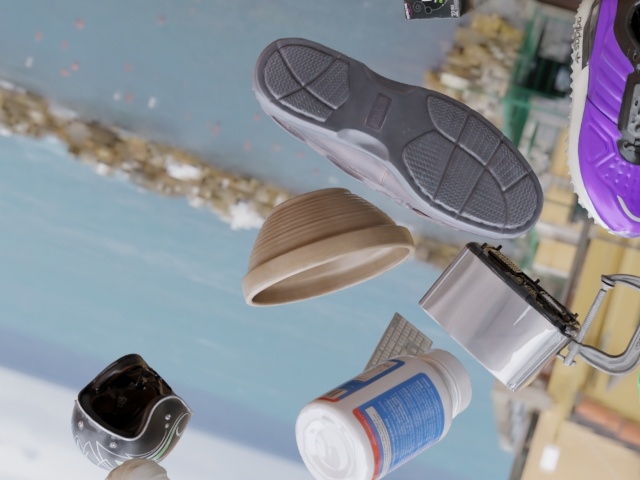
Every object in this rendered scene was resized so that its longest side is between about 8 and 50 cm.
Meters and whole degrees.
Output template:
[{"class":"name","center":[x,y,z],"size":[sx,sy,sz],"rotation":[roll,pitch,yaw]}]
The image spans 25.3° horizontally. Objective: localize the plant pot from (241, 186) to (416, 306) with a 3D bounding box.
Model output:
[{"class":"plant pot","center":[0.000,0.000,1.906],"size":[0.237,0.110,0.237],"rotation":[-16,168,-3]}]

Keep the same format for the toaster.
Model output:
[{"class":"toaster","center":[0.222,0.089,1.727],"size":[0.168,0.110,0.185],"rotation":[42,-171,11]}]

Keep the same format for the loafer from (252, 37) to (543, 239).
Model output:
[{"class":"loafer","center":[0.071,-0.094,1.368],"size":[0.302,0.109,0.095],"rotation":[30,165,-1]}]

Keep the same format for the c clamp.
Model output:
[{"class":"c clamp","center":[0.377,0.109,1.902],"size":[0.137,0.161,0.022],"rotation":[32,-164,9]}]

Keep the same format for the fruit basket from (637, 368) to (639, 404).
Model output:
[{"class":"fruit basket","center":[0.518,0.369,1.944],"size":[0.392,0.392,0.283],"rotation":[22,177,-27]}]

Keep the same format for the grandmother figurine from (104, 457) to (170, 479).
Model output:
[{"class":"grandmother figurine","center":[-0.295,0.447,1.965],"size":[0.207,0.342,0.104],"rotation":[23,-162,2]}]

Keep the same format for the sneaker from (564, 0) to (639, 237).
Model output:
[{"class":"sneaker","center":[0.355,-0.153,1.588],"size":[0.102,0.294,0.146],"rotation":[2,173,-29]}]

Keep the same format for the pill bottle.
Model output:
[{"class":"pill bottle","center":[0.086,0.215,1.770],"size":[0.221,0.124,0.124],"rotation":[-24,-158,-40]}]

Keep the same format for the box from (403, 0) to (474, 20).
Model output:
[{"class":"box","center":[0.120,-0.272,1.469],"size":[0.062,0.083,0.052],"rotation":[1,-162,24]}]

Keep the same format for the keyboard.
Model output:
[{"class":"keyboard","center":[0.106,0.171,1.989],"size":[0.072,0.014,0.256],"rotation":[34,-155,2]}]

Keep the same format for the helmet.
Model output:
[{"class":"helmet","center":[-0.289,0.270,2.139],"size":[0.169,0.161,0.169],"rotation":[45,170,10]}]
